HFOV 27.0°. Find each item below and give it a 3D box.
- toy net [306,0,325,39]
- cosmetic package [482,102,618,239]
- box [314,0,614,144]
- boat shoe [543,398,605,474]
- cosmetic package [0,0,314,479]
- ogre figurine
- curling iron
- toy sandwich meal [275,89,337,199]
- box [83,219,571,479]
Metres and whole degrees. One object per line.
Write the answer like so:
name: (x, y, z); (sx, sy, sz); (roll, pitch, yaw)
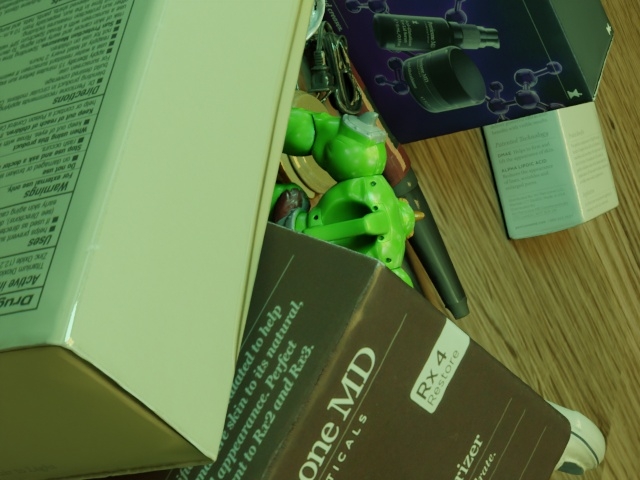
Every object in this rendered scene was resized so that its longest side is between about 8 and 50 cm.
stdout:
toy net: (-0.047, -0.159, 0.906); (0.232, 0.045, 0.122); (-10, 88, -60)
cosmetic package: (0.211, -0.126, 1.294); (0.117, 0.085, 0.231); (-18, 93, -60)
box: (0.088, -0.216, 1.018); (0.261, 0.184, 0.103); (58, 35, -30)
boat shoe: (0.158, 0.167, 1.121); (0.226, 0.083, 0.076); (32, 64, -37)
cosmetic package: (-0.111, -0.047, 0.647); (0.113, 0.160, 0.310); (46, 44, -43)
ogre figurine: (0.000, 0.000, 0.857); (0.097, 0.118, 0.197); (23, 61, -55)
curling iron: (0.050, -0.046, 1.041); (0.274, 0.035, 0.068); (60, 39, -26)
toy sandwich meal: (-0.013, -0.065, 0.950); (0.085, 0.029, 0.086); (38, 44, -48)
box: (-0.011, 0.105, 0.694); (0.203, 0.167, 0.168); (39, 76, -44)
